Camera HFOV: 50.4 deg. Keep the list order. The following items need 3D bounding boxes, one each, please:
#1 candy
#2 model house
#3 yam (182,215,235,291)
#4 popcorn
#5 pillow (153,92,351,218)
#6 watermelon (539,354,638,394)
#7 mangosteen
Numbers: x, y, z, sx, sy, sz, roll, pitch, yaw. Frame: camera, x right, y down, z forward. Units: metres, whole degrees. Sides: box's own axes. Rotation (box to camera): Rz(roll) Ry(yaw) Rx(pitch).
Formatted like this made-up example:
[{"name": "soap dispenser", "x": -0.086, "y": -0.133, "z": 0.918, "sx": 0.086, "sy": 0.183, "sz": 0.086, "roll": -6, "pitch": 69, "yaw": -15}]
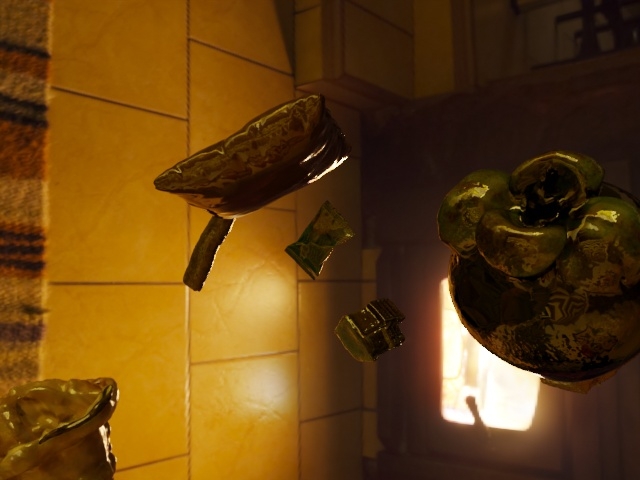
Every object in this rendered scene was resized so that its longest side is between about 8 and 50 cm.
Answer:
[{"name": "candy", "x": 0.000, "y": 0.001, "z": 1.320, "sx": 0.088, "sy": 0.136, "sz": 0.038, "roll": 46, "pitch": 16, "yaw": 16}, {"name": "model house", "x": 0.137, "y": 0.216, "z": 1.645, "sx": 0.152, "sy": 0.165, "sz": 0.106, "roll": -25, "pitch": 143, "yaw": -20}, {"name": "yam", "x": -0.243, "y": -0.004, "z": 1.524, "sx": 0.061, "sy": 0.061, "sz": 0.253, "roll": 13, "pitch": 107, "yaw": -50}, {"name": "popcorn", "x": -0.575, "y": 0.446, "z": 1.483, "sx": 0.349, "sy": 0.381, "sz": 0.349, "roll": 37, "pitch": 24, "yaw": -20}, {"name": "pillow", "x": -0.100, "y": -0.131, "z": 1.186, "sx": 0.108, "sy": 0.305, "sz": 0.308, "roll": 64, "pitch": 6, "yaw": 11}, {"name": "watermelon", "x": 0.468, "y": 0.165, "z": 1.129, "sx": 0.241, "sy": 0.094, "sz": 0.154, "roll": -44, "pitch": 125, "yaw": -6}, {"name": "mangosteen", "x": 0.232, "y": 0.026, "z": 0.685, "sx": 0.243, "sy": 0.243, "sz": 0.243, "roll": 7, "pitch": 81, "yaw": -51}]
